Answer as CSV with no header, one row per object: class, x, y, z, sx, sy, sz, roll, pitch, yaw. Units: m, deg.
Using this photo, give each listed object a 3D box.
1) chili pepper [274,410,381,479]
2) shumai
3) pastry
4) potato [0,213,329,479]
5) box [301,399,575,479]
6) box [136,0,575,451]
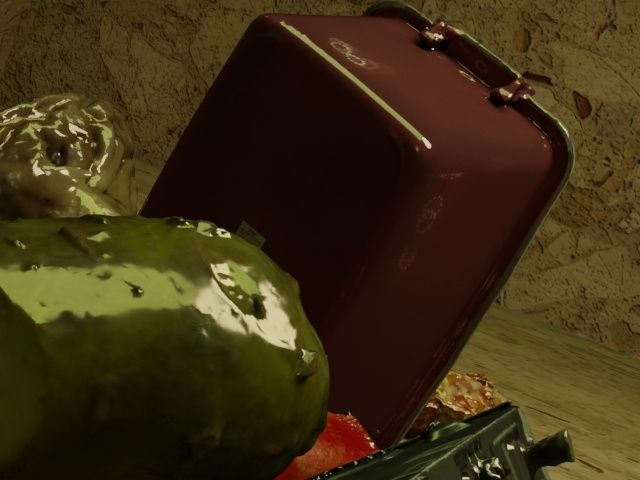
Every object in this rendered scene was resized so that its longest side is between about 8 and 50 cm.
chili pepper,-0.021,0.120,0.963,0.070,0.073,0.123,-29,-29,32
shumai,-0.192,-0.014,1.367,0.175,0.166,0.206,30,34,24
pastry,0.059,0.118,1.360,0.169,0.063,0.087,22,28,-6
potato,-0.141,0.058,0.747,0.298,0.141,0.176,-1,-8,-10
box,-0.029,0.107,0.531,0.211,0.045,0.270,-23,-5,14
box,0.000,0.000,1.098,0.193,0.294,0.167,41,23,25
